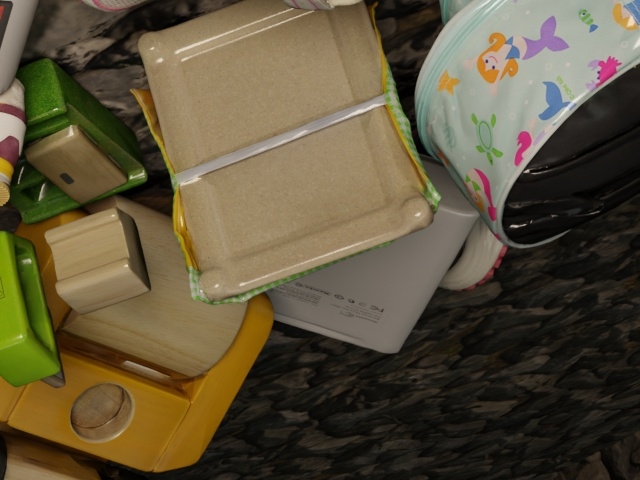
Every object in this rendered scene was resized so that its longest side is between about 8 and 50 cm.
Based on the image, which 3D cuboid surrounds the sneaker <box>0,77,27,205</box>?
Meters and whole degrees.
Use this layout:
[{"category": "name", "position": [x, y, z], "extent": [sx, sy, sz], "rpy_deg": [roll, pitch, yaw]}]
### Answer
[{"category": "sneaker", "position": [-0.268, -0.068, 0.992], "extent": [0.185, 0.084, 0.069], "rpy_deg": [5, 161, 18]}]

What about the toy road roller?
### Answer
[{"category": "toy road roller", "position": [-0.218, 0.099, 1.304], "extent": [0.202, 0.240, 0.329], "rpy_deg": [25, 102, -34]}]

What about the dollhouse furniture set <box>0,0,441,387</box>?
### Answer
[{"category": "dollhouse furniture set", "position": [-0.076, -0.031, 1.042], "extent": [0.301, 0.198, 0.151], "rpy_deg": [-19, 158, 7]}]

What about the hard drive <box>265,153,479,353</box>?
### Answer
[{"category": "hard drive", "position": [0.000, 0.000, 1.282], "extent": [0.203, 0.040, 0.307], "rpy_deg": [17, 155, -2]}]

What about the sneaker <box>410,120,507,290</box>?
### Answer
[{"category": "sneaker", "position": [0.113, -0.053, 1.291], "extent": [0.112, 0.121, 0.299], "rpy_deg": [16, 156, -3]}]

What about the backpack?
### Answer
[{"category": "backpack", "position": [0.176, -0.119, 0.990], "extent": [0.253, 0.191, 0.225], "rpy_deg": [-40, 161, -4]}]

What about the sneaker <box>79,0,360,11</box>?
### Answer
[{"category": "sneaker", "position": [-0.022, -0.173, 0.838], "extent": [0.252, 0.111, 0.103], "rpy_deg": [-22, 159, 14]}]

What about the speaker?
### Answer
[{"category": "speaker", "position": [-0.187, -0.135, 0.890], "extent": [0.055, 0.055, 0.136], "rpy_deg": [-7, 158, -25]}]
